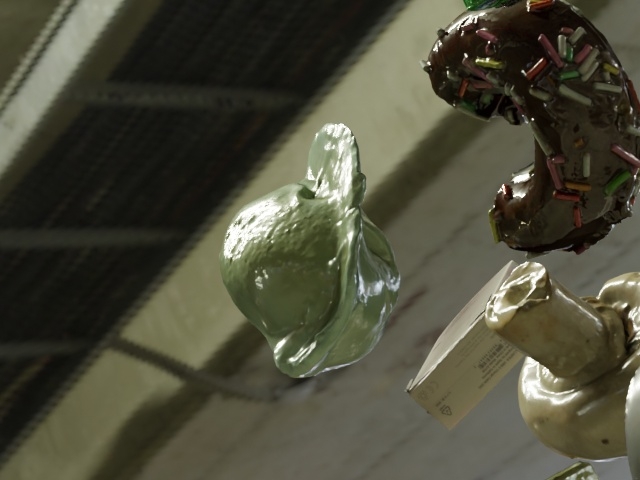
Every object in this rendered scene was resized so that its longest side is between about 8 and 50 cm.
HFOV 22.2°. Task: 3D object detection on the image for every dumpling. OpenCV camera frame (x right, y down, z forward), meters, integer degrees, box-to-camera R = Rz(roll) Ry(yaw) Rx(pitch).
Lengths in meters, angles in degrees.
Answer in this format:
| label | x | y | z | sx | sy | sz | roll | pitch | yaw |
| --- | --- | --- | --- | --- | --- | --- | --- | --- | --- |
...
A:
| label | x | y | z | sx | sy | sz | roll | pitch | yaw |
| --- | --- | --- | --- | --- | --- | --- | --- | --- | --- |
| dumpling | -0.017 | 0.024 | 1.942 | 0.211 | 0.320 | 0.270 | -29 | -40 | -14 |

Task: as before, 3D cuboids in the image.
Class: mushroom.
| label | x | y | z | sx | sy | sz | roll | pitch | yaw |
| --- | --- | --- | --- | --- | --- | --- | --- | --- | --- |
| mushroom | 0.367 | 0.135 | 2.182 | 0.292 | 0.292 | 0.290 | -35 | -66 | 20 |

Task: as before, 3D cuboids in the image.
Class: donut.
| label | x | y | z | sx | sy | sz | roll | pitch | yaw |
| --- | --- | --- | --- | --- | --- | --- | --- | --- | --- |
| donut | 0.272 | -0.147 | 2.012 | 0.136 | 0.345 | 0.259 | -23 | -2 | -28 |

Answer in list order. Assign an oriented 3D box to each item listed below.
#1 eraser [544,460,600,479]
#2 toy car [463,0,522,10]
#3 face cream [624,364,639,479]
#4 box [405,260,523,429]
| label | x | y | z | sx | sy | sz | roll | pitch | yaw |
| --- | --- | --- | --- | --- | --- | --- | --- | --- | --- |
| eraser | 0.208 | 0.296 | 1.692 | 0.172 | 0.058 | 0.117 | -19 | -15 | -45 |
| toy car | 0.183 | -0.268 | 1.544 | 0.062 | 0.071 | 0.165 | -21 | -1 | -23 |
| face cream | 0.333 | 0.132 | 1.109 | 0.175 | 0.175 | 0.195 | 1 | -15 | -43 |
| box | 0.262 | 0.167 | 2.668 | 0.203 | 0.106 | 0.252 | -51 | 0 | 25 |
